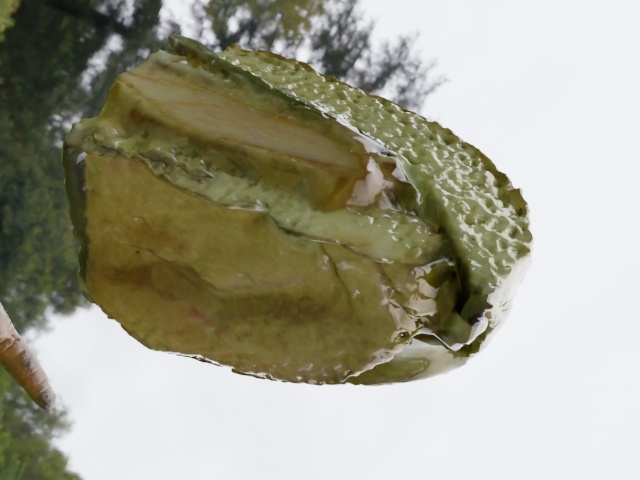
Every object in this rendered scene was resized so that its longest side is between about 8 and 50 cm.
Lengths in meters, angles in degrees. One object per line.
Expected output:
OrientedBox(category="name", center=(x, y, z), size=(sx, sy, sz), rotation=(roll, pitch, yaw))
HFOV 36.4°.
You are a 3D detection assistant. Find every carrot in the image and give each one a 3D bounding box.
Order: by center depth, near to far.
OrientedBox(category="carrot", center=(-0.270, 0.076, 0.810), size=(0.036, 0.165, 0.035), rotation=(-32, -176, 2))

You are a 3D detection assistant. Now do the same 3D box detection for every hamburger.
OrientedBox(category="hamburger", center=(0.000, 0.000, 0.463), size=(0.135, 0.208, 0.155), rotation=(-55, 152, -44))
